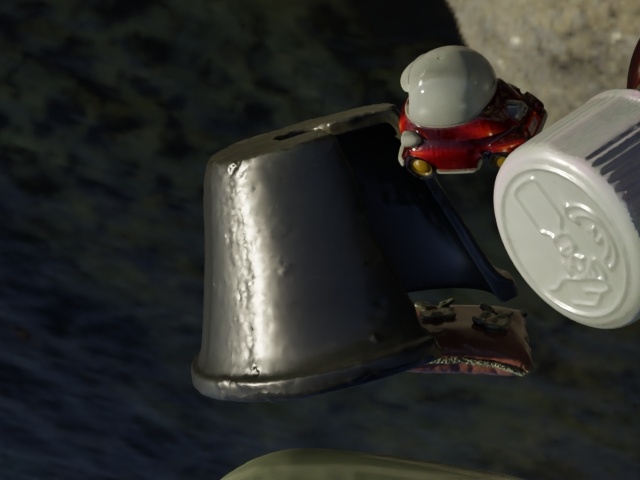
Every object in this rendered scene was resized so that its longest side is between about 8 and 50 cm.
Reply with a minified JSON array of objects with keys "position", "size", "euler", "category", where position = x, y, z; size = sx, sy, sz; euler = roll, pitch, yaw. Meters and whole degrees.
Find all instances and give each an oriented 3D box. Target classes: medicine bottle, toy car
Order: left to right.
[{"position":[0.131,-0.128,1.412],"size":[0.139,0.112,0.112],"euler":[6,141,31],"category":"toy car"},{"position":[0.337,-0.089,1.279],"size":[0.242,0.395,0.242],"euler":[32,138,35],"category":"medicine bottle"}]

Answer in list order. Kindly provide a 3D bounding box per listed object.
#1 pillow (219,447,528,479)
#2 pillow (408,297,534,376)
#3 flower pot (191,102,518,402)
[{"position":[0.070,0.249,1.333],"size":[0.322,0.119,0.255],"euler":[5,176,6],"category":"pillow"},{"position":[0.169,0.116,1.874],"size":[0.179,0.171,0.075],"euler":[0,108,4],"category":"pillow"},{"position":[0.000,0.000,1.678],"size":[0.379,0.379,0.251],"euler":[-9,104,38],"category":"flower pot"}]
